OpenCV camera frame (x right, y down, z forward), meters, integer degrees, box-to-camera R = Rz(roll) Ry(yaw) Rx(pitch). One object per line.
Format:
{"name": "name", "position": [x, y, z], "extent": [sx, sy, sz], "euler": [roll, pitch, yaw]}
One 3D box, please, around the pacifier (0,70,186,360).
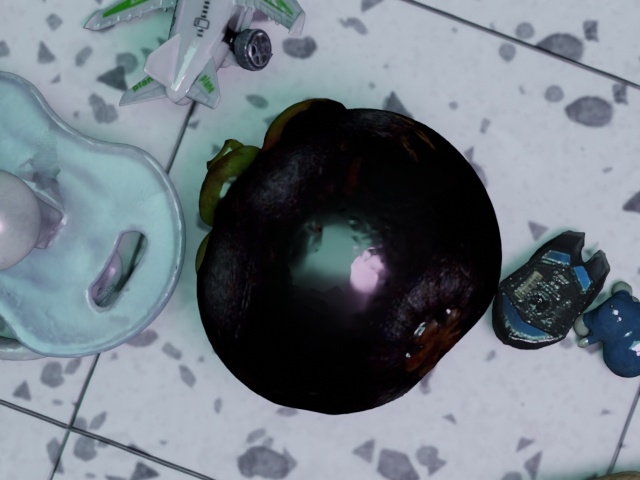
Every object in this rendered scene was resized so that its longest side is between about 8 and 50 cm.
{"name": "pacifier", "position": [-0.274, -0.009, 1.139], "extent": [0.299, 0.233, 0.244], "euler": [30, 90, 1]}

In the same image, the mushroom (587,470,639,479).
{"name": "mushroom", "position": [0.175, 0.340, 1.189], "extent": [0.177, 0.126, 0.397], "euler": [43, 87, -6]}

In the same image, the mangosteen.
{"name": "mangosteen", "position": [0.000, 0.000, 1.154], "extent": [0.275, 0.275, 0.302], "euler": [-46, 56, -3]}

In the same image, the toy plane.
{"name": "toy plane", "position": [-0.097, -0.230, 1.213], "extent": [0.251, 0.101, 0.255], "euler": [7, 69, 35]}

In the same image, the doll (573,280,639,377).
{"name": "doll", "position": [0.285, 0.091, 1.239], "extent": [0.076, 0.050, 0.083], "euler": [-37, 91, 2]}

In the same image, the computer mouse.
{"name": "computer mouse", "position": [0.215, 0.050, 1.239], "extent": [0.079, 0.047, 0.135], "euler": [42, 79, 10]}
